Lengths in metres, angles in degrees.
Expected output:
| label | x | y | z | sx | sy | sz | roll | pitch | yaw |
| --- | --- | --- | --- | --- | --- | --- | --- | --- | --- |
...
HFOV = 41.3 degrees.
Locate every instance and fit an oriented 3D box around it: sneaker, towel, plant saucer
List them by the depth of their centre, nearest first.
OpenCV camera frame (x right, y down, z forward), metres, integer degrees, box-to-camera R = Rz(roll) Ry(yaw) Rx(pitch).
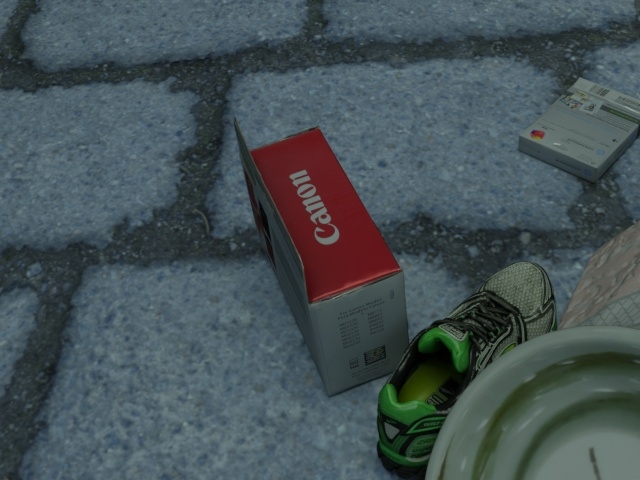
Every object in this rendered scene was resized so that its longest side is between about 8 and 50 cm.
| label | x | y | z | sx | sy | sz | roll | pitch | yaw |
| --- | --- | --- | --- | --- | --- | --- | --- | --- | --- |
| plant saucer | 0.295 | 0.292 | 0.880 | 0.400 | 0.100 | 0.401 | -16 | 64 | 36 |
| towel | 0.412 | 0.035 | 1.014 | 0.053 | 0.332 | 0.317 | 45 | 48 | -3 |
| sneaker | 0.197 | 0.142 | 1.078 | 0.134 | 0.146 | 0.343 | 26 | 56 | 29 |

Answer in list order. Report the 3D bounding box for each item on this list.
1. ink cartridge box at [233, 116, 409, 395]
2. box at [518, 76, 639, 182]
| label | x | y | z | sx | sy | sz | roll | pitch | yaw |
| --- | --- | --- | --- | --- | --- | --- | --- | --- | --- |
| ink cartridge box | 0.000 | 0.000 | 1.155 | 0.130 | 0.272 | 0.310 | -20 | 48 | -9 |
| box | 0.443 | -0.187 | 1.413 | 0.145 | 0.038 | 0.186 | 30 | 58 | 32 |
